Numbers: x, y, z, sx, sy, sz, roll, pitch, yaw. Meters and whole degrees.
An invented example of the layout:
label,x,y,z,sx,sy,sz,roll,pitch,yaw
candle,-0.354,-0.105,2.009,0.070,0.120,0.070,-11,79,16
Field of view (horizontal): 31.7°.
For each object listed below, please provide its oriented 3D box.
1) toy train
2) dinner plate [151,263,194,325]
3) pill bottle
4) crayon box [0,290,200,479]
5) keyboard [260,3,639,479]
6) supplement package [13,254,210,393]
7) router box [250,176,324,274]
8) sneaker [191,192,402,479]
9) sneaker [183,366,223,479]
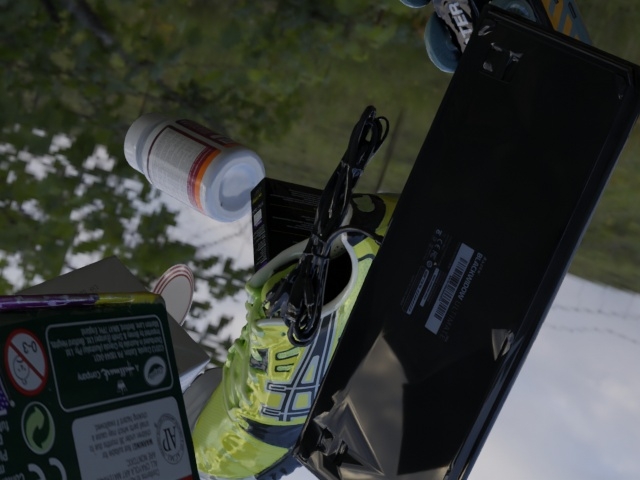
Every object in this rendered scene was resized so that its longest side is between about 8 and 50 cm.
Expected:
label,x,y,z,sx,sy,sz,roll,pitch,yaw
toy train,0.213,-0.266,1.295,0.190,0.334,0.142,-43,-156,-30
dinner plate,-0.249,0.107,1.887,0.017,0.141,0.141,24,-172,-36
pill bottle,-0.198,-0.119,1.735,0.221,0.121,0.121,28,-165,39
crayon box,-0.269,0.100,0.401,0.313,0.106,0.363,-14,174,21
keyboard,0.060,0.012,0.693,0.033,0.317,0.201,8,-159,-47
supplement package,-0.300,0.192,1.295,0.175,0.293,0.177,46,-150,11
router box,0.000,0.000,1.453,0.178,0.046,0.133,11,-122,-26
sneaker,-0.023,0.085,1.020,0.147,0.385,0.145,21,-146,-32
sneaker,-0.192,0.315,1.607,0.129,0.297,0.111,28,155,29
